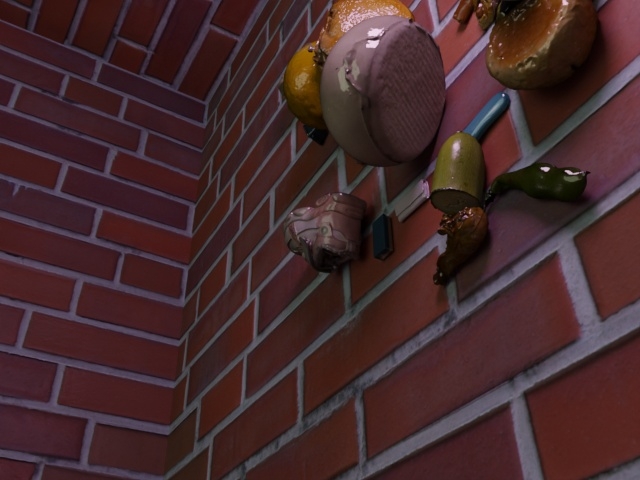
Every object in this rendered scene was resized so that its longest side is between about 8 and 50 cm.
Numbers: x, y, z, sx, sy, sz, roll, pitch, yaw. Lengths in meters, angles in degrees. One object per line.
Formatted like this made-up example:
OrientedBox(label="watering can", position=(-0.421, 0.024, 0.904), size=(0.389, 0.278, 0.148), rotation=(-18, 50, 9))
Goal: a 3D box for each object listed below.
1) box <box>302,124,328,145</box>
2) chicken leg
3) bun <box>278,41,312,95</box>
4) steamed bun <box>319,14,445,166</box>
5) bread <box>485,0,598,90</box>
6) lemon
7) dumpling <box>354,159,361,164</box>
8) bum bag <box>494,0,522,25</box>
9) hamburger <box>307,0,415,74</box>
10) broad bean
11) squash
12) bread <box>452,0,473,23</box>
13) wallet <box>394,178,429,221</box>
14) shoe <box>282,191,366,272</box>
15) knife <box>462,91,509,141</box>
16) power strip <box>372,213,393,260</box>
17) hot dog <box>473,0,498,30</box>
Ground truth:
OrientedBox(label="box", position=(-0.016, -0.401, 2.459), size=(0.054, 0.074, 0.099), rotation=(-50, 31, 19))
OrientedBox(label="chicken leg", position=(0.293, 0.011, 1.495), size=(0.208, 0.101, 0.085), rotation=(-66, -6, 34))
OrientedBox(label="bun", position=(-0.063, -0.650, 2.638), size=(0.239, 0.141, 0.239), rotation=(-50, 10, 12))
OrientedBox(label="steamed bun", position=(0.142, -0.375, 1.720), size=(0.241, 0.374, 0.375), rotation=(10, 81, 43))
OrientedBox(label="bread", position=(0.459, -0.413, 1.390), size=(0.244, 0.134, 0.245), rotation=(-45, 33, 40))
OrientedBox(label="lemon", position=(0.015, -0.508, 2.216), size=(0.297, 0.297, 0.297), rotation=(-45, 35, 45))
OrientedBox(label="dumpling", position=(0.130, -0.342, 2.041), size=(0.250, 0.132, 0.163), rotation=(117, 150, -55))
OrientedBox(label="bum bag", position=(0.463, -0.602, 1.597), size=(0.106, 0.060, 0.233), rotation=(-16, 59, 55))
OrientedBox(label="hamburger", position=(0.131, -0.585, 2.014), size=(0.170, 0.314, 0.290), rotation=(73, -149, -67))
OrientedBox(label="broad bean", position=(0.424, -0.104, 1.345), size=(0.318, 0.055, 0.098), rotation=(157, 108, -69))
OrientedBox(label="squash", position=(0.313, -0.162, 1.536), size=(0.123, 0.123, 0.187), rotation=(-27, 48, 57))
OrientedBox(label="bread", position=(0.388, -0.623, 1.803), size=(0.083, 0.036, 0.047), rotation=(-64, 33, 13))
OrientedBox(label="wallet", position=(0.238, -0.103, 1.764), size=(0.122, 0.025, 0.061), rotation=(-45, 41, 44))
OrientedBox(label="shoe", position=(-0.003, 0.000, 2.022), size=(0.351, 0.171, 0.198), rotation=(-36, 45, 55))
OrientedBox(label="knife", position=(0.368, -0.254, 1.589), size=(0.222, 0.031, 0.064), rotation=(-54, 41, 27))
OrientedBox(label="power strip", position=(0.168, -0.011, 1.833), size=(0.056, 0.032, 0.123), rotation=(-45, 35, 44))
OrientedBox(label="hot dog", position=(0.419, -0.618, 1.703), size=(0.078, 0.061, 0.169), rotation=(15, 86, 67))
